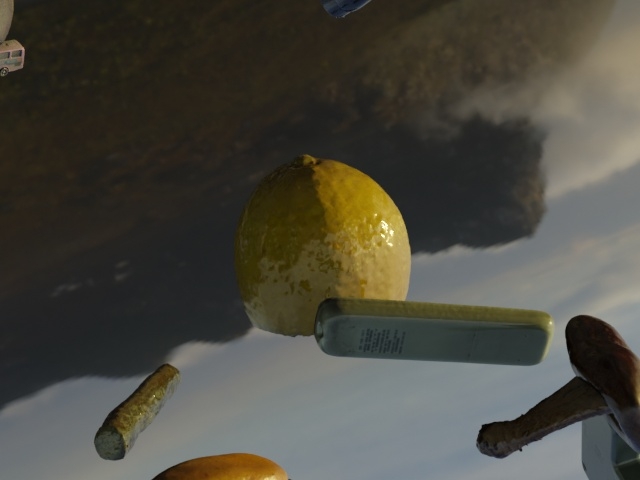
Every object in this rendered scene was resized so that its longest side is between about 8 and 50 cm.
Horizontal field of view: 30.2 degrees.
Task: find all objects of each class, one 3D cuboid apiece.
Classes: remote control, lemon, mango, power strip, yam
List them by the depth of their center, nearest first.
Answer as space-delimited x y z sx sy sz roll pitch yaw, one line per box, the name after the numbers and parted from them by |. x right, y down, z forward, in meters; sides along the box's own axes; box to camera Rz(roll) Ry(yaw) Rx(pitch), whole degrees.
0.147 0.119 1.517 0.309 0.090 0.038 3 -142 -5 | remote control
-0.151 0.358 1.669 0.227 0.109 0.147 0 167 -33 | mango
-0.277 0.260 1.848 0.061 0.061 0.274 -23 -170 19 | yam
0.496 0.363 1.965 0.059 0.194 0.265 -17 135 -6 | power strip
0.000 0.000 2.278 0.364 0.364 0.364 -22 177 -1 | lemon

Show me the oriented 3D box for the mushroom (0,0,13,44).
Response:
-0.432 -0.317 1.424 0.141 0.117 0.188 15 159 15 | mushroom

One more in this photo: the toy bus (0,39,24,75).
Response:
-0.538 -0.288 1.897 0.130 0.037 0.052 -18 140 -40 | toy bus

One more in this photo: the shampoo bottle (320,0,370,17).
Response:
0.095 -0.344 1.408 0.233 0.049 0.087 -31 -153 34 | shampoo bottle

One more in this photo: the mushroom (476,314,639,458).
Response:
0.285 0.207 1.392 0.217 0.148 0.227 -33 -170 7 | mushroom
